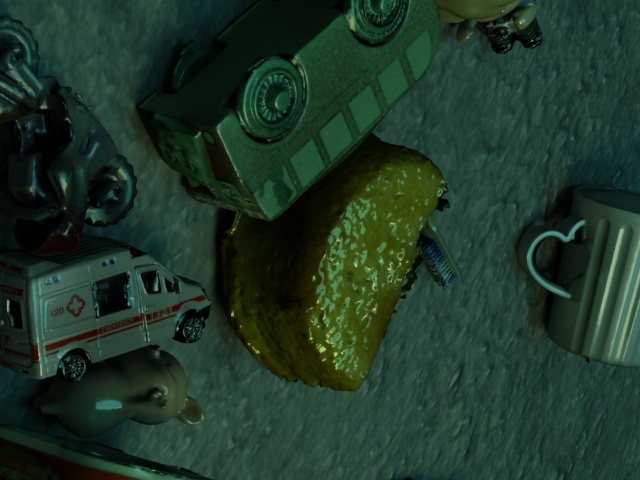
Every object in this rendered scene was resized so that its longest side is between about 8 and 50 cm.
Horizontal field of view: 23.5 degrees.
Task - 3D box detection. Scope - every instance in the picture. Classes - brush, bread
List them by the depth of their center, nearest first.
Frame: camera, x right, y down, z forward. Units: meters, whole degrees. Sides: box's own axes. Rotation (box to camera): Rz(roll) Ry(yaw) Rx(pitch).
[{"bbox_3d":[-0.004,0.003,1.477,0.147,0.160,0.260,33,80,-46],"label":"bread"},{"bbox_3d":[0.112,-0.012,1.703,0.030,0.033,0.178,-42,134,-12],"label":"brush"}]

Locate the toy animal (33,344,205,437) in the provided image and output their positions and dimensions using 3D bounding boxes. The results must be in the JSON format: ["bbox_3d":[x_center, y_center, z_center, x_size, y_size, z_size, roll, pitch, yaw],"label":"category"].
[{"bbox_3d":[-0.182,0.135,1.375,0.150,0.083,0.089,-3,146,-30],"label":"toy animal"}]

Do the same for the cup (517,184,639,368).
[{"bbox_3d":[0.353,0.039,1.939,0.167,0.221,0.202,-55,158,-76],"label":"cup"}]

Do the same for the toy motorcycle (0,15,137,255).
[{"bbox_3d":[-0.233,-0.074,1.240,0.213,0.082,0.122,56,51,-34],"label":"toy motorcycle"}]

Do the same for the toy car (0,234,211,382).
[{"bbox_3d":[-0.188,0.047,1.331,0.210,0.089,0.108,-16,111,-42],"label":"toy car"}]

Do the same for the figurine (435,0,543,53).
[{"bbox_3d":[0.181,-0.259,1.641,0.196,0.114,0.108,55,38,-57],"label":"figurine"}]

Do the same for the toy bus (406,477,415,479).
[{"bbox_3d":[0.135,0.322,1.847,0.153,0.051,0.061,16,98,-51],"label":"toy bus"}]

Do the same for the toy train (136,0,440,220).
[{"bbox_3d":[-0.013,-0.157,1.420,0.326,0.129,0.159,-46,132,-27],"label":"toy train"}]

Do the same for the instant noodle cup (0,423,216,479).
[{"bbox_3d":[-0.208,0.329,1.301,0.294,0.294,0.307,25,78,-51],"label":"instant noodle cup"}]
